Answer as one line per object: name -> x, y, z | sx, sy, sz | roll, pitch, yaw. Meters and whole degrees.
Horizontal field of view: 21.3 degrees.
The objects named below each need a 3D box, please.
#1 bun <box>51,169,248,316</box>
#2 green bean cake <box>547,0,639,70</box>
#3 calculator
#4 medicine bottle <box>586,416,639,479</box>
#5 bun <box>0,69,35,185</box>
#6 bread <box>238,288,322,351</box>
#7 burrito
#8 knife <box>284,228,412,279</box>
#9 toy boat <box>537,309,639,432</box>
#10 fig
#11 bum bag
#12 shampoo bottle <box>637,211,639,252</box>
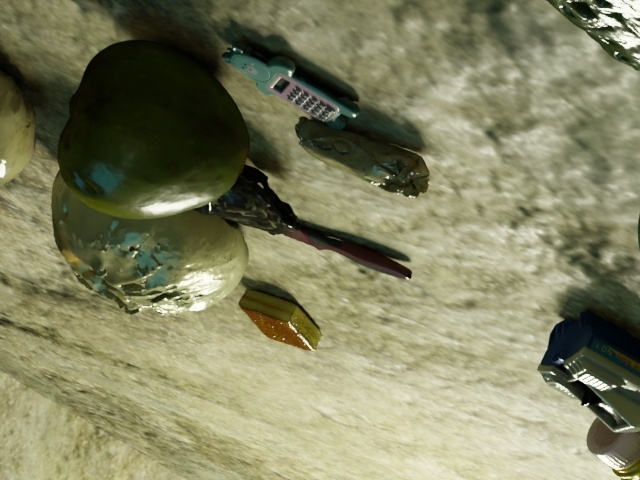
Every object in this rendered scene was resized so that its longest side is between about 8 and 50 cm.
bun -> -0.229, 0.009, 2.137 | 0.287, 0.146, 0.287 | 23, 158, 10
green bean cake -> 0.239, -0.190, 1.063 | 0.227, 0.125, 0.222 | 34, 161, -32
calculator -> -0.030, -0.152, 1.657 | 0.141, 0.019, 0.094 | 30, 163, -8
medicine bottle -> 0.407, 0.276, 2.005 | 0.212, 0.122, 0.122 | 36, 159, -24
bun -> -0.421, -0.156, 2.010 | 0.178, 0.128, 0.193 | 19, 148, 23
bread -> -0.055, 0.109, 2.321 | 0.090, 0.035, 0.094 | 15, 157, 33
burrito -> 0.042, -0.082, 1.704 | 0.149, 0.041, 0.055 | 22, 147, 27
knife -> 0.000, 0.000, 2.009 | 0.247, 0.018, 0.035 | 22, 163, 24
toy boat -> 0.383, 0.190, 1.867 | 0.295, 0.088, 0.129 | 31, 161, -8
fig -> -0.167, -0.105, 1.720 | 0.191, 0.181, 0.181 | 12, 164, -12
bum bag -> -0.131, -0.066, 1.931 | 0.248, 0.069, 0.102 | 20, 175, 25
shampoo bottle -> 0.370, -0.022, 1.260 | 0.222, 0.151, 0.349 | 22, 164, -20
